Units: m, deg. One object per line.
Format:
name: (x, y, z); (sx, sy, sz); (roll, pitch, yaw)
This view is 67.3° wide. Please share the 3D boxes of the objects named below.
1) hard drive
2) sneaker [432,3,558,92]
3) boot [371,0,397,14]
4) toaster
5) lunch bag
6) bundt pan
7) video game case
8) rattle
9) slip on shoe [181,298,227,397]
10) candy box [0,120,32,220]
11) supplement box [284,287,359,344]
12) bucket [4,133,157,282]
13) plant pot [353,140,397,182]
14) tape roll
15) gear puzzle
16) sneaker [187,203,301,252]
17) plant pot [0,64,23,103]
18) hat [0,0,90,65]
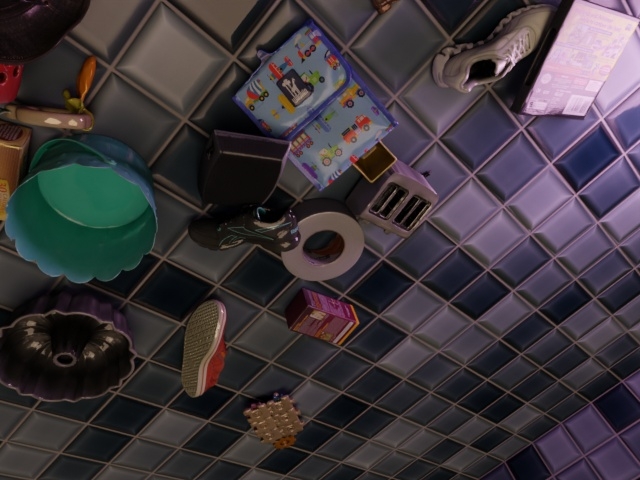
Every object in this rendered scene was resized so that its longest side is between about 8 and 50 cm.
hard drive: (-0.170, -0.139, 1.027); (0.172, 0.054, 0.255); (5, 158, -20)
sneaker: (0.395, -0.406, 1.039); (0.292, 0.118, 0.110); (-29, 126, 4)
boot: (0.126, -0.518, 0.931); (0.106, 0.037, 0.114); (-37, 122, 9)
toaster: (0.183, -0.111, 1.195); (0.168, 0.110, 0.185); (23, 116, -30)
lunch bag: (-0.021, -0.292, 1.013); (0.221, 0.138, 0.293); (-40, 114, 16)
bundt pan: (-0.635, 0.257, 1.217); (0.331, 0.124, 0.330); (-7, 127, -10)
video game case: (0.583, -0.403, 1.100); (0.275, 0.035, 0.248); (-6, 129, -32)
rattle: (-0.525, -0.271, 0.877); (0.200, 0.130, 0.142); (8, 123, -9)
slip on shoe: (-0.317, 0.300, 1.365); (0.101, 0.123, 0.331); (-16, 131, -47)
candy box: (-0.737, -0.162, 0.902); (0.317, 0.087, 0.183); (14, 123, -24)
supplement box: (0.003, 0.224, 1.406); (0.188, 0.080, 0.104); (23, 116, -29)
bucket: (-0.472, -0.074, 0.985); (0.281, 0.183, 0.281); (-8, 126, -11)
plant pot: (0.114, -0.202, 1.123); (0.081, 0.083, 0.081); (-41, 121, 15)
tape roll: (0.000, 0.000, 1.247); (0.219, 0.072, 0.219); (-8, 128, -11)
gear puzzle: (-0.149, 0.645, 1.701); (0.176, 0.044, 0.339); (-19, 131, -4)
sneaker: (-0.180, -0.041, 1.122); (0.268, 0.101, 0.106); (1, 133, 4)
plant pot: (-0.573, -0.335, 0.761); (0.191, 0.191, 0.174); (18, 116, -27)
hat: (-0.464, -0.419, 0.647); (0.331, 0.331, 0.134); (25, 153, -30)
